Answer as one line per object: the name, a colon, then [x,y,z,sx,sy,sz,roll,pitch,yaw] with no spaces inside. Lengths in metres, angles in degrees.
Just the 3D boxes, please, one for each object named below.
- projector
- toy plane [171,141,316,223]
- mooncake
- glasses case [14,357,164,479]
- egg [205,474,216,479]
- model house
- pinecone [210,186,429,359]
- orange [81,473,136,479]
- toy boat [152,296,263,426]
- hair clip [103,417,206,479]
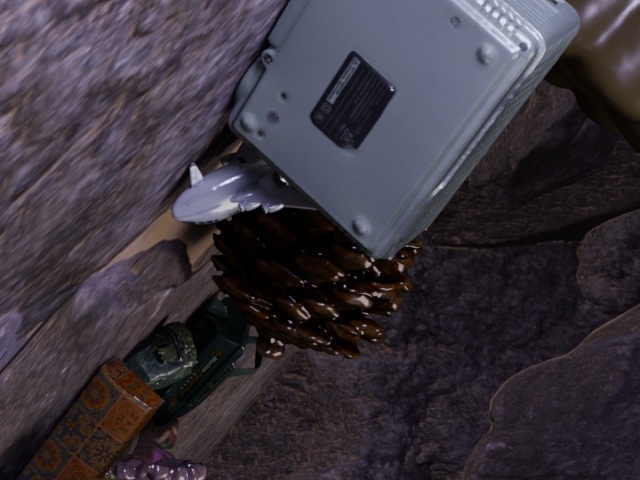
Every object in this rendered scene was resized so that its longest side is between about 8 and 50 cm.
projector: [0.053,-0.131,1.145,0.099,0.192,0.256,-35,165,-49]
toy plane: [-0.053,-0.059,1.280,0.171,0.162,0.065,-17,124,-19]
mooncake: [0.374,-0.263,1.833,0.201,0.378,0.378,-49,174,9]
glasses case: [-0.272,0.237,1.629,0.218,0.075,0.049,-51,171,19]
egg: [-0.283,0.531,2.235,0.354,0.354,0.340,-46,-167,-27]
model house: [-0.198,0.143,1.711,0.083,0.066,0.079,-17,163,-45]
pinecone: [0.000,0.000,1.488,0.272,0.224,0.224,-62,172,9]
orange: [-0.306,0.386,1.534,0.369,0.210,0.271,-17,112,-35]
toy boat: [-0.163,0.176,1.944,0.246,0.103,0.093,-48,-160,33]
hair clip: [-0.237,0.294,1.993,0.300,0.173,0.069,-69,158,-81]
